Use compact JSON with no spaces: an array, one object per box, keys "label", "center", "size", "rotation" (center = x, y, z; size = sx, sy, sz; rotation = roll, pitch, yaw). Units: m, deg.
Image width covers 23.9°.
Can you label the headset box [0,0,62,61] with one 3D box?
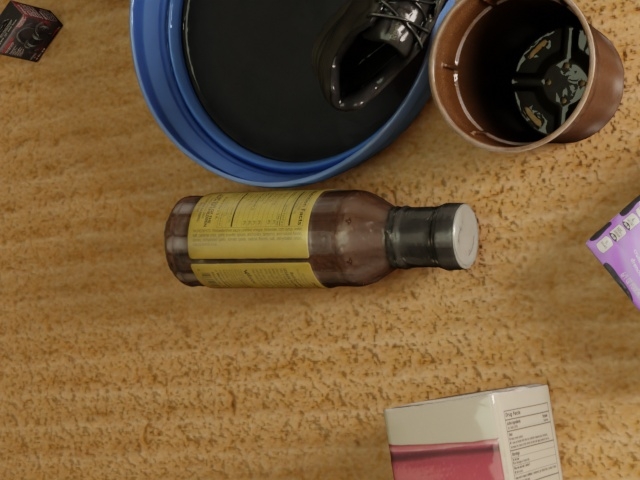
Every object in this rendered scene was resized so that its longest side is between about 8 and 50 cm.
[{"label":"headset box","center":[-0.366,-0.256,1.853],"size":[0.032,0.083,0.062],"rotation":[47,109,22]}]

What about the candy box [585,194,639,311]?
[{"label":"candy box","center":[0.383,0.001,1.447],"size":[0.196,0.070,0.165],"rotation":[-44,70,21]}]

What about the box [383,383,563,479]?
[{"label":"box","center":[0.164,0.268,1.517],"size":[0.127,0.148,0.232],"rotation":[-12,82,29]}]

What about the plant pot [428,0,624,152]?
[{"label":"plant pot","center":[0.214,-0.164,1.490],"size":[0.167,0.165,0.167],"rotation":[0,89,28]}]

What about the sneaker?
[{"label":"sneaker","center":[0.088,-0.241,1.475],"size":[0.109,0.130,0.286],"rotation":[25,114,-10]}]

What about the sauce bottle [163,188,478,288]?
[{"label":"sauce bottle","center":[0.000,0.000,1.634],"size":[0.344,0.111,0.111],"rotation":[1,89,28]}]

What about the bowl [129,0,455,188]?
[{"label":"bowl","center":[-0.033,-0.252,1.676],"size":[0.391,0.077,0.391],"rotation":[-1,88,28]}]
